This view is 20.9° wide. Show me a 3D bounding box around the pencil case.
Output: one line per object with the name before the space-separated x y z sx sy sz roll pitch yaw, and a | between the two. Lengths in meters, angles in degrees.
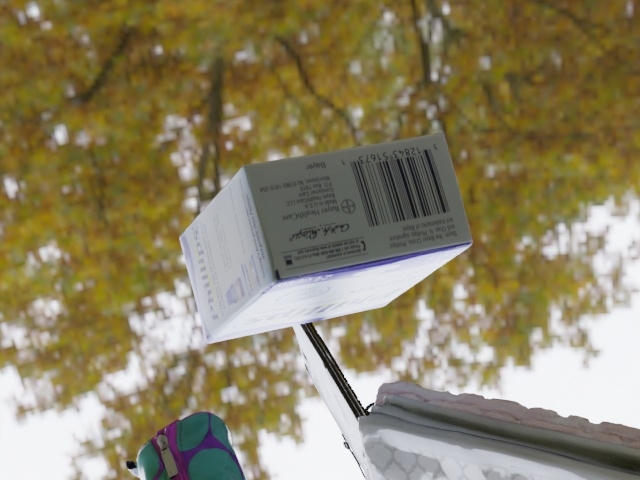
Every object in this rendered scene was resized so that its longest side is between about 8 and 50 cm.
pencil case | -0.064 0.174 1.015 0.064 0.070 0.152 -34 -133 9

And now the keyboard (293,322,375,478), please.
keyboard | 0.028 0.115 1.213 0.038 0.100 0.192 -21 -146 -8

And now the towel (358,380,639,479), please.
towel | 0.169 0.256 1.009 0.332 0.317 0.053 8 -159 35

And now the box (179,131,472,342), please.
box | 0.000 0.000 1.010 0.126 0.137 0.072 -10 -103 -23
